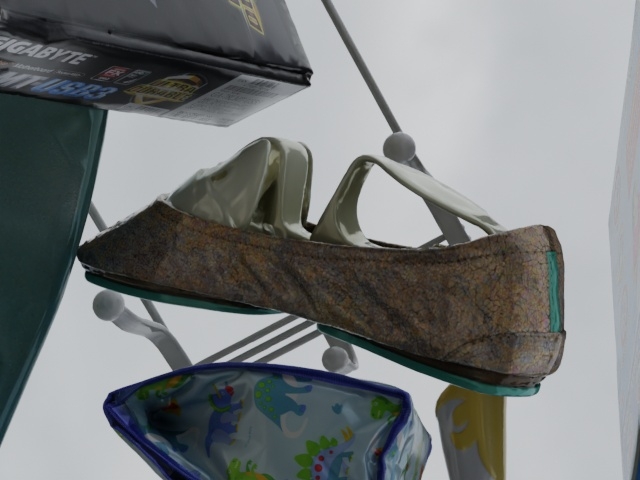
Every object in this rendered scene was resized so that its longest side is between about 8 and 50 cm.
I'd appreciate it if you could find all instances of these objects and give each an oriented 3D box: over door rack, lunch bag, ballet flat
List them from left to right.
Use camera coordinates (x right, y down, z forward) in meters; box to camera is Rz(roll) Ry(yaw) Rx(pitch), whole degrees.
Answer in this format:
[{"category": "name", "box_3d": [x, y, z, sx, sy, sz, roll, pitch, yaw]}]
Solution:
[{"category": "over door rack", "box_3d": [-0.060, -0.050, 1.265, 0.324, 0.239, 0.108, 62, 8, 0]}, {"category": "lunch bag", "box_3d": [-0.027, 0.112, 0.965, 0.129, 0.151, 0.096, 68, 37, -71]}, {"category": "ballet flat", "box_3d": [0.000, 0.000, 1.046, 0.316, 0.107, 0.106, 13, -80, 30]}]

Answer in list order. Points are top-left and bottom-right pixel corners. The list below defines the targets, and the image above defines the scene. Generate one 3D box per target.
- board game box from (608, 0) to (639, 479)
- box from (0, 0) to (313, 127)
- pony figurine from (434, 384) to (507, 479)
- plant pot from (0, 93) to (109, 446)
[{"category": "board game box", "box_3d": [0.242, -0.033, 1.188, 0.302, 0.086, 0.308, -83, 174, -49]}, {"category": "box", "box_3d": [-0.142, -0.212, 0.968, 0.073, 0.293, 0.296, -25, -103, 23]}, {"category": "pony figurine", "box_3d": [0.079, 0.306, 1.129, 0.351, 0.303, 0.363, -42, -138, 13]}, {"category": "plant pot", "box_3d": [-0.219, -0.021, 1.087, 0.234, 0.165, 0.165, -63, -165, 13]}]
